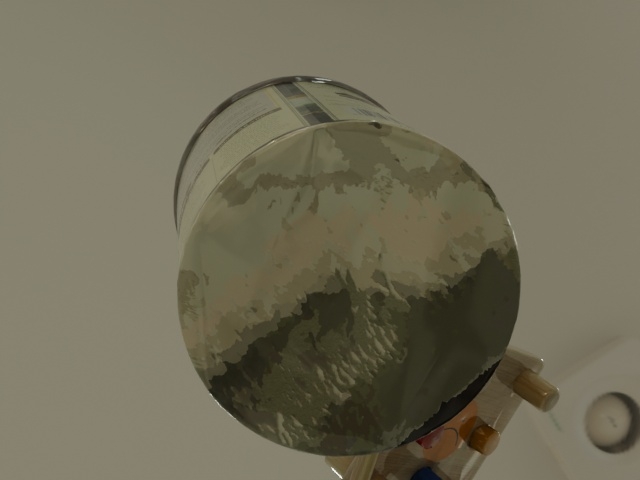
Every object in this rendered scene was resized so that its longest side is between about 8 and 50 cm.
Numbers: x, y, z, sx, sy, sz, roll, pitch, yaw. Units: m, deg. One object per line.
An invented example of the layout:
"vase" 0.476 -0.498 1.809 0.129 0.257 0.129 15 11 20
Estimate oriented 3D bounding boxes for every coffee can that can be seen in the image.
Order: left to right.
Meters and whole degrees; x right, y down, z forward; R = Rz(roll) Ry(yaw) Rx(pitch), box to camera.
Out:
"coffee can" 0.000 0.000 0.773 0.201 0.275 0.201 -2 -77 -7

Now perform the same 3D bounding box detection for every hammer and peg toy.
"hammer and peg toy" 0.116 0.223 1.357 0.127 0.361 0.266 37 -80 38
